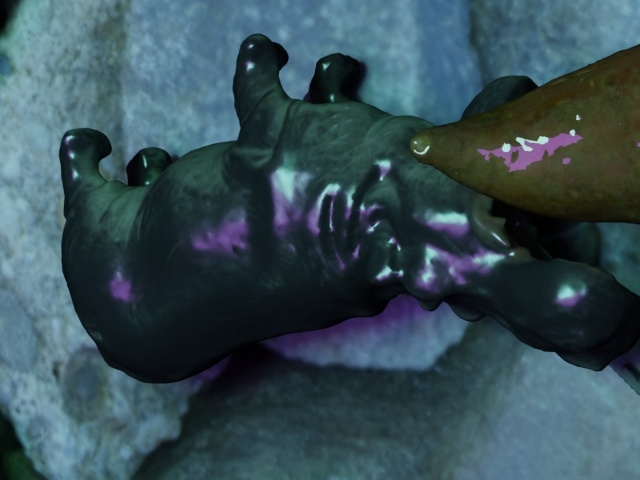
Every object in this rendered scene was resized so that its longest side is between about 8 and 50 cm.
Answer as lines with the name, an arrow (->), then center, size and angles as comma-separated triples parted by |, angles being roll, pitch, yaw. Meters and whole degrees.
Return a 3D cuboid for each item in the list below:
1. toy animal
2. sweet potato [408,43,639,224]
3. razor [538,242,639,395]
toy animal -> 0.004, -0.017, 0.962 | 0.343, 0.106, 0.168 | -5, 80, 39
sweet potato -> 0.217, -0.077, 0.809 | 0.355, 0.106, 0.095 | -19, 62, 16
razor -> 0.160, 0.071, 0.902 | 0.211, 0.036, 0.084 | 44, 114, 26
